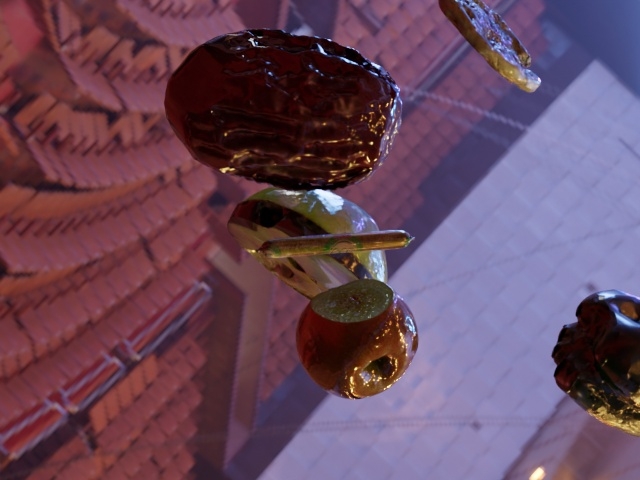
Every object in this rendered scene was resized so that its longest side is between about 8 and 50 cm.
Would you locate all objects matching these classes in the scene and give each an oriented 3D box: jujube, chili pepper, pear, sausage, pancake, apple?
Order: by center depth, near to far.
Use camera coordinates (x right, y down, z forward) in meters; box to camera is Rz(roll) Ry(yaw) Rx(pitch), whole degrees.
[{"bbox_3d":[0.043,0.127,1.437,0.146,0.147,0.163,-11,135,-25],"label":"apple"},{"bbox_3d":[-0.058,-0.208,1.720,0.258,0.376,0.259,14,90,-80],"label":"jujube"},{"bbox_3d":[0.026,0.005,1.739,0.269,0.033,0.033,-4,168,-15],"label":"sausage"},{"bbox_3d":[0.281,-0.348,1.799,0.037,0.253,0.253,-41,-177,23],"label":"pancake"},{"bbox_3d":[0.562,0.228,1.969,0.233,0.256,0.249,-59,-155,21],"label":"chili pepper"},{"bbox_3d":[0.003,-0.001,2.326,0.165,0.398,0.399,-56,-176,-19],"label":"pear"}]
